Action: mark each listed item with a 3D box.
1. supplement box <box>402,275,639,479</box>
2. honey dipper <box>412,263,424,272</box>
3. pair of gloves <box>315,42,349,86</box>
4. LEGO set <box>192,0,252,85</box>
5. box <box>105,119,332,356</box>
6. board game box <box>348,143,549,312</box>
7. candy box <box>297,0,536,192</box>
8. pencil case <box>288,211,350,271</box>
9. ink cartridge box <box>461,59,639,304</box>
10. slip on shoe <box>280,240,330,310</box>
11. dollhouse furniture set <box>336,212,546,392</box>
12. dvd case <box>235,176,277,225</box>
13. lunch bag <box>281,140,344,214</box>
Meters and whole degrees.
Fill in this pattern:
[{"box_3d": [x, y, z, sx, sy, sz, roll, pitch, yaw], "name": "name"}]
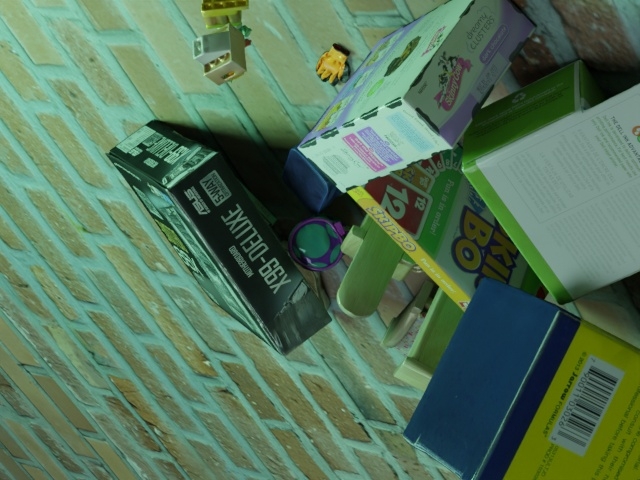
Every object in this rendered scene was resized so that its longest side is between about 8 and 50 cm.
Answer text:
[{"box_3d": [0.300, 0.208, 1.793, 0.357, 0.195, 0.194, 27, 180, -19], "name": "supplement box"}, {"box_3d": [0.090, -0.027, 2.009, 0.030, 0.030, 0.160, 14, 145, 37], "name": "honey dipper"}, {"box_3d": [0.033, -0.168, 1.876, 0.083, 0.010, 0.074, 36, 153, -2], "name": "pair of gloves"}, {"box_3d": [-0.124, -0.254, 1.792, 0.287, 0.132, 0.107, 48, 166, 30], "name": "LEGO set"}, {"box_3d": [-0.124, -0.010, 2.091, 0.242, 0.076, 0.307, 57, 170, -20], "name": "box"}, {"box_3d": [0.148, -0.012, 1.861, 0.259, 0.124, 0.039, 46, 150, -18], "name": "board game box"}, {"box_3d": [0.089, -0.143, 1.680, 0.070, 0.165, 0.196, 44, 152, -15], "name": "candy box"}, {"box_3d": [0.000, 0.000, 2.055, 0.064, 0.070, 0.151, 63, -176, -2], "name": "pencil case"}, {"box_3d": [0.287, -0.078, 1.649, 0.255, 0.097, 0.189, -26, 119, 22], "name": "ink cartridge box"}, {"box_3d": [-0.027, 0.056, 2.262, 0.051, 0.041, 0.135, 19, 148, 31], "name": "slip on shoe"}, {"box_3d": [0.115, 0.146, 2.048, 0.303, 0.173, 0.355, 28, 153, -2], "name": "dollhouse furniture set"}, {"box_3d": [-0.115, -0.043, 2.242, 0.087, 0.013, 0.119, 45, 153, -17], "name": "dvd case"}, {"box_3d": [0.006, -0.084, 1.982, 0.067, 0.065, 0.098, 49, 156, 10], "name": "lunch bag"}]
